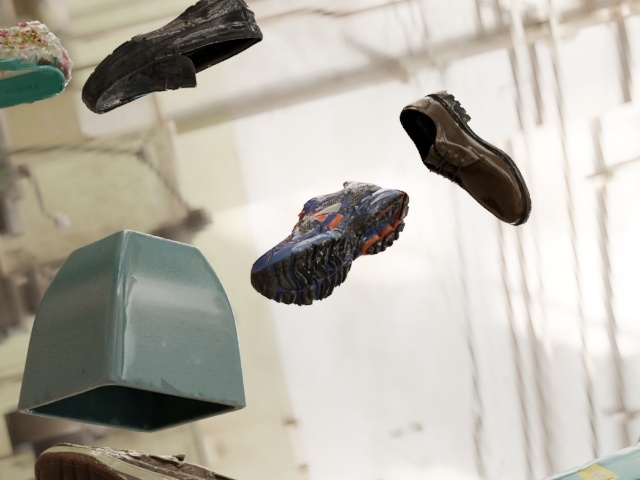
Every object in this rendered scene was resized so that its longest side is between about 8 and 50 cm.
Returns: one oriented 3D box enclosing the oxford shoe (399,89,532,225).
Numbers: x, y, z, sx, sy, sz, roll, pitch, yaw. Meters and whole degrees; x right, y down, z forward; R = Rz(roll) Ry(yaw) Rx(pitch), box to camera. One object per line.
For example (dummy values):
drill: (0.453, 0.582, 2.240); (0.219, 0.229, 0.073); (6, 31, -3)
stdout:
oxford shoe: (0.182, -0.096, 2.100); (0.227, 0.096, 0.083); (47, -46, 24)

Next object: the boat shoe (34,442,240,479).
boat shoe: (-0.171, 0.263, 1.678); (0.095, 0.257, 0.095); (-39, 140, -56)

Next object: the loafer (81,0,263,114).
loafer: (-0.169, -0.205, 1.850); (0.078, 0.223, 0.076); (54, -13, 18)

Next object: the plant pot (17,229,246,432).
plant pot: (-0.273, 0.128, 2.379); (0.248, 0.247, 0.252); (-19, -117, 45)

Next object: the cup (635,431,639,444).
cup: (0.510, 0.313, 2.003); (0.237, 0.331, 0.331); (-50, -131, 48)

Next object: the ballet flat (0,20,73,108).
ballet flat: (-0.351, -0.154, 1.493); (0.091, 0.241, 0.077); (105, -29, -53)

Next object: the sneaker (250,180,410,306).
sneaker: (0.000, 0.000, 1.761); (0.087, 0.221, 0.083); (27, -49, 34)

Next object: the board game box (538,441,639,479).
board game box: (0.240, 0.394, 1.750); (0.079, 0.336, 0.254); (-137, -150, -68)
